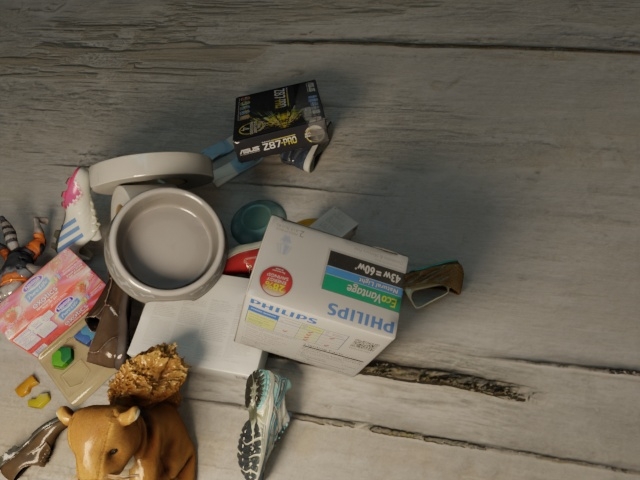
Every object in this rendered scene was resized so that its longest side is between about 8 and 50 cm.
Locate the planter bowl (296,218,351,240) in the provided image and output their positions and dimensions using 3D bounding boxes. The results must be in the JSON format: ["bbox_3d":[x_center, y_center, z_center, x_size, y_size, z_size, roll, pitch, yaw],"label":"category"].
[{"bbox_3d":[-0.014,0.042,1.674,0.217,0.090,0.217,6,50,-7],"label":"planter bowl"}]

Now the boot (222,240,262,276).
[{"bbox_3d":[-0.188,0.096,1.664,0.244,0.088,0.176,-19,57,-24],"label":"boot"}]

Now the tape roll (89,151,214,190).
[{"bbox_3d":[-0.545,-0.213,1.784,0.391,0.392,0.072,-8,88,5],"label":"tape roll"}]

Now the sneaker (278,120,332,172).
[{"bbox_3d":[-0.063,-0.357,1.960,0.163,0.086,0.226,19,62,19],"label":"sneaker"}]

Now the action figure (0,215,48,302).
[{"bbox_3d":[-1.028,0.091,1.789,0.341,0.179,0.330,-23,47,-7],"label":"action figure"}]

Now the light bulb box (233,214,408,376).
[{"bbox_3d":[-0.010,0.157,1.394,0.357,0.361,0.225,17,60,-5],"label":"light bulb box"}]

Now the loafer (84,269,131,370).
[{"bbox_3d":[-0.631,0.210,1.626,0.130,0.134,0.366,2,45,-18],"label":"loafer"}]

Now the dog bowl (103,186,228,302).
[{"bbox_3d":[-0.427,0.009,1.538,0.348,0.102,0.349,4,76,-16],"label":"dog bowl"}]

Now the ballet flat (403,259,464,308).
[{"bbox_3d":[0.249,0.139,1.584,0.342,0.116,0.124,-8,75,0],"label":"ballet flat"}]

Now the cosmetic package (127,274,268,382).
[{"bbox_3d":[-0.324,0.239,1.589,0.376,0.097,0.285,9,63,8],"label":"cosmetic package"}]

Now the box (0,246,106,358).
[{"bbox_3d":[-0.831,0.190,1.698,0.142,0.154,0.300,34,69,27],"label":"box"}]

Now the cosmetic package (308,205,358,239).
[{"bbox_3d":[0.000,0.000,1.612,0.099,0.060,0.239,39,54,18],"label":"cosmetic package"}]

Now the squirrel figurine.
[{"bbox_3d":[-0.474,0.441,1.339,0.280,0.371,0.397,1,58,11],"label":"squirrel figurine"}]

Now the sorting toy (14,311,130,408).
[{"bbox_3d":[-0.747,0.378,1.627,0.229,0.041,0.307,36,69,28],"label":"sorting toy"}]

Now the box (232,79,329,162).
[{"bbox_3d":[-0.145,-0.433,1.948,0.317,0.097,0.395,-11,36,2],"label":"box"}]

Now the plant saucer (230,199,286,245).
[{"bbox_3d":[-0.210,-0.068,1.827,0.194,0.037,0.195,-4,57,7],"label":"plant saucer"}]

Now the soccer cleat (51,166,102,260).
[{"bbox_3d":[-0.772,-0.081,1.792,0.143,0.331,0.116,20,25,-10],"label":"soccer cleat"}]

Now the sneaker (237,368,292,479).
[{"bbox_3d":[-0.130,0.482,1.412,0.110,0.122,0.283,-10,68,53],"label":"sneaker"}]

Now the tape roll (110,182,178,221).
[{"bbox_3d":[-0.541,-0.056,1.722,0.169,0.246,0.246,-7,48,-36],"label":"tape roll"}]

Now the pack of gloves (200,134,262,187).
[{"bbox_3d":[-0.330,-0.322,2.008,0.232,0.046,0.195,-33,59,-12],"label":"pack of gloves"}]

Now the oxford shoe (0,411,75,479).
[{"bbox_3d":[-0.758,0.564,1.498,0.227,0.083,0.096,-40,79,-16],"label":"oxford shoe"}]
